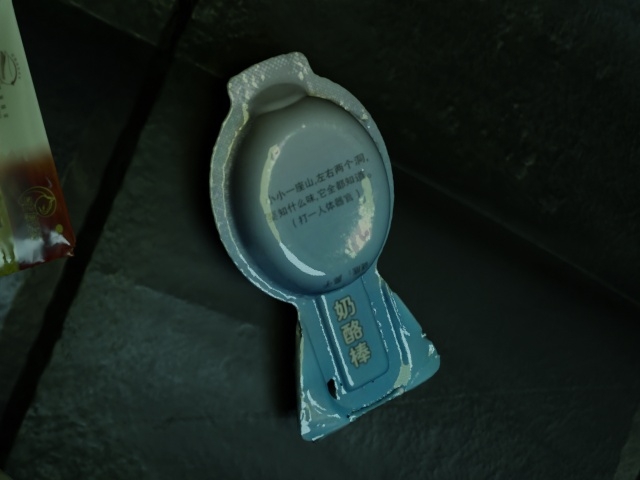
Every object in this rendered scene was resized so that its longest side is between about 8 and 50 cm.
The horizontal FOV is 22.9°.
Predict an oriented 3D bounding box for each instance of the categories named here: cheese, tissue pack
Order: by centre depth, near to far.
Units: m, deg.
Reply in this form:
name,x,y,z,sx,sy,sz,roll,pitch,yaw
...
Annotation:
name,x,y,z,sx,sy,sz,roll,pitch,yaw
tissue pack,-0.209,-0.050,0.861,0.106,0.099,0.148,-20,104,-29
cheese,0.000,0.000,1.023,0.135,0.052,0.244,-25,106,-26

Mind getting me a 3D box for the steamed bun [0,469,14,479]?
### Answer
name,x,y,z,sx,sy,sz,roll,pitch,yaw
steamed bun,-0.258,0.219,0.774,0.310,0.219,0.324,-43,113,-23
